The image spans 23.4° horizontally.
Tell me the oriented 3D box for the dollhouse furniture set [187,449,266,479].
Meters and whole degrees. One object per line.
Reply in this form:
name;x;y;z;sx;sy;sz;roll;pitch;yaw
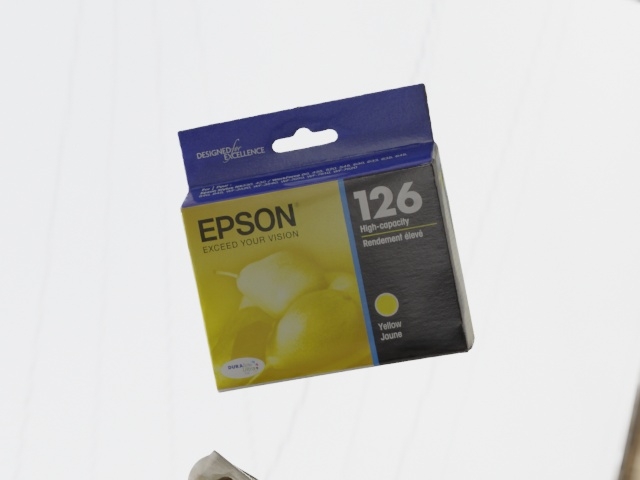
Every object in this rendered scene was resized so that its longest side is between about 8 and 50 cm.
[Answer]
dollhouse furniture set;-0.090;0.347;1.723;0.161;0.101;0.182;-54;-43;-5

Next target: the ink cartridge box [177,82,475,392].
ink cartridge box;0.000;0.000;1.774;0.072;0.303;0.307;-47;-54;-75
